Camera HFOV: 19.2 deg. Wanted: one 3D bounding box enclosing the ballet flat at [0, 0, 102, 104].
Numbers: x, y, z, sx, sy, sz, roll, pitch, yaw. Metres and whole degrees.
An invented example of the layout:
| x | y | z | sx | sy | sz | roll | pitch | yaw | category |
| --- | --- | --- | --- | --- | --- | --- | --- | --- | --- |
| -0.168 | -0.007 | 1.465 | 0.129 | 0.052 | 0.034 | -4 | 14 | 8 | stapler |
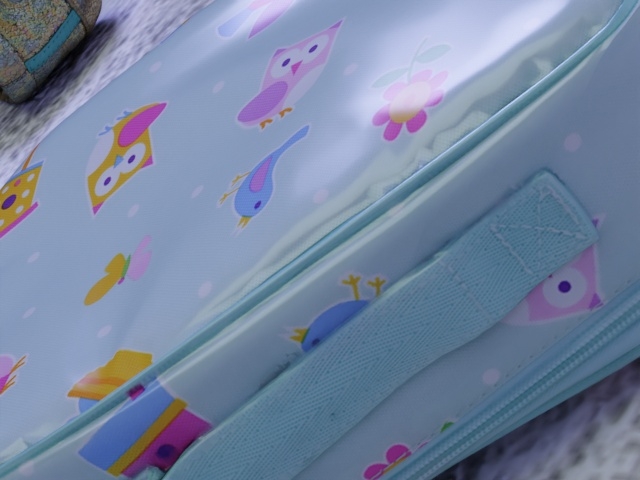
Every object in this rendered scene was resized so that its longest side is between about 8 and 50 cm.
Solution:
| x | y | z | sx | sy | sz | roll | pitch | yaw | category |
| --- | --- | --- | --- | --- | --- | --- | --- | --- | --- |
| -0.290 | -0.138 | 1.174 | 0.348 | 0.123 | 0.123 | 7 | 50 | 34 | ballet flat |

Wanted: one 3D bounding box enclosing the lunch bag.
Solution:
| x | y | z | sx | sy | sz | roll | pitch | yaw | category |
| --- | --- | --- | --- | --- | --- | --- | --- | --- | --- |
| 0.000 | 0.000 | 0.610 | 0.279 | 0.108 | 0.224 | -38 | 28 | 10 | lunch bag |
